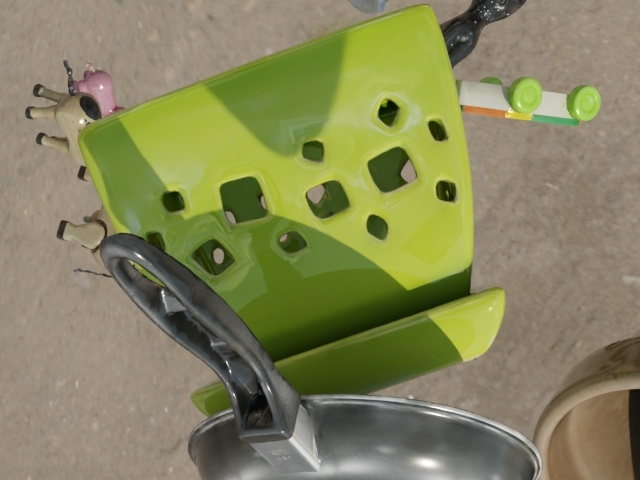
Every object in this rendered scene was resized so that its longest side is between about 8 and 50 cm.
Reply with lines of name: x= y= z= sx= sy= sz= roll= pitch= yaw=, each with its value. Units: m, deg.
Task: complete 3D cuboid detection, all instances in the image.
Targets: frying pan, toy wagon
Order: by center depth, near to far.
frying pan: x=0.019 y=0.101 z=0.517 sx=0.197 sy=0.053 sz=0.326 roll=1 pitch=150 yaw=5
toy wagon: x=0.271 y=-0.237 z=1.687 sx=0.344 sy=0.267 sz=0.068 roll=2 pitch=100 yaw=-28

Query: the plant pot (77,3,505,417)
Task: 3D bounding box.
plant pot: x=0.000 y=0.000 z=0.688 sx=0.228 sy=0.227 sz=0.207 roll=-19 pitch=86 yaw=4

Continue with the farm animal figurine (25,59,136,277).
farm animal figurine: x=-0.294 y=-0.095 z=1.587 sx=0.172 sy=0.330 sz=0.326 roll=14 pitch=99 yaw=25

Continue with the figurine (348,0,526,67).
figurine: x=0.156 y=-0.343 z=1.384 sx=0.209 sy=0.092 sz=0.215 roll=-42 pitch=110 yaw=-14

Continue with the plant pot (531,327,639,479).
plant pot: x=0.333 y=0.136 z=0.831 sx=0.229 sy=0.263 sz=0.263 roll=-48 pitch=119 yaw=-40
